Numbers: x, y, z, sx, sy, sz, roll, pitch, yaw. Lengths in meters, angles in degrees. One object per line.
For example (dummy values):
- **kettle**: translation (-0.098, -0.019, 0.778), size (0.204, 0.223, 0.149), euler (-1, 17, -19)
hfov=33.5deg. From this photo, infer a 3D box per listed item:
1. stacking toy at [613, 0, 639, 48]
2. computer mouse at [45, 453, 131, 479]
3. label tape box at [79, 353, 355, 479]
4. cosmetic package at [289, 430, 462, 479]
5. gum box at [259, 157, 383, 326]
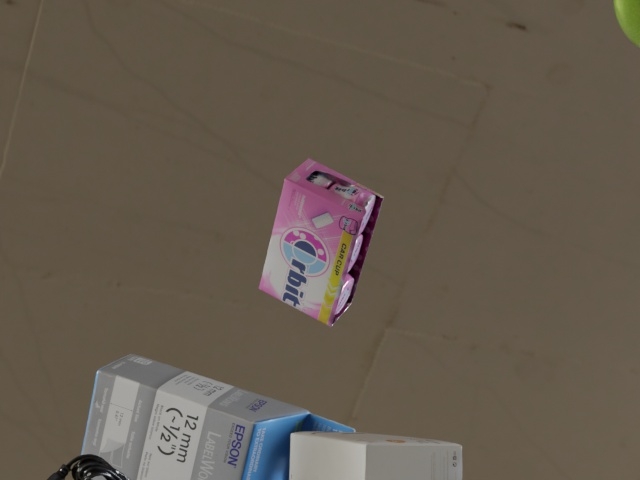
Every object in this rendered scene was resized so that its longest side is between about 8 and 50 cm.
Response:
- **stacking toy**: translation (0.406, -0.224, 0.949), size (0.279, 0.309, 0.130), euler (-37, -13, 31)
- **computer mouse**: translation (-0.276, 0.375, 1.193), size (0.184, 0.060, 0.262), euler (43, -106, -24)
- **label tape box**: translation (-0.154, 0.329, 1.451), size (0.347, 0.115, 0.249), euler (16, -80, 16)
- **cosmetic package**: translation (0.048, 0.224, 1.064), size (0.099, 0.239, 0.060), euler (2, -98, -18)
- **gum box**: translation (0.000, 0.000, 1.300), size (0.107, 0.062, 0.188), euler (27, -51, 15)
